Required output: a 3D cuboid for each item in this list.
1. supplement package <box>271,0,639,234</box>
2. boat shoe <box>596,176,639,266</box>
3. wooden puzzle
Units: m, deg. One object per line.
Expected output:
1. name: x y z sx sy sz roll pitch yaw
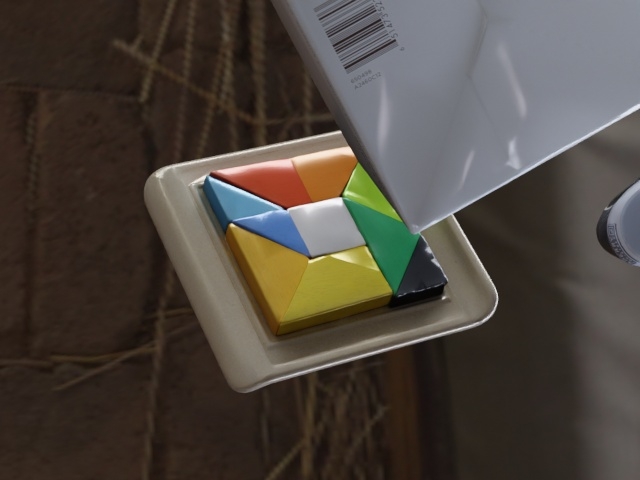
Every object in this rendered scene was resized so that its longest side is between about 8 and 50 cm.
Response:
1. supplement package: 0.071 -0.178 0.936 0.204 0.145 0.262 -29 113 0
2. boat shoe: 0.297 -0.048 1.080 0.228 0.076 0.080 -32 95 -9
3. wooden puzzle: 0.000 0.000 1.249 0.239 0.044 0.221 -16 60 -20
